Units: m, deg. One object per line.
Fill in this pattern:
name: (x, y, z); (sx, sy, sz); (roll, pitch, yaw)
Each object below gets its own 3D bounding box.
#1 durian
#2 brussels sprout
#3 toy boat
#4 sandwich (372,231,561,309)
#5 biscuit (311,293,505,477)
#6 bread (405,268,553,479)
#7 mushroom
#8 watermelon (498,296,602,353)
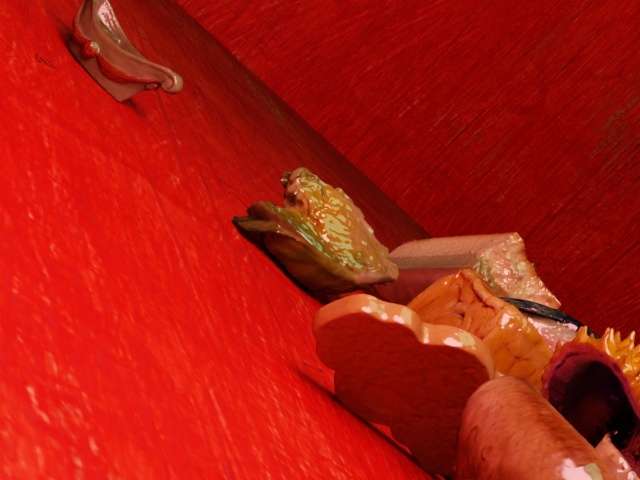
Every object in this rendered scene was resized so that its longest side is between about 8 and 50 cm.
durian: (0.274, 0.176, 1.034); (0.186, 0.260, 0.154); (5, 43, -21)
brussels sprout: (-0.001, 0.003, 1.305); (0.181, 0.100, 0.139); (42, 18, -29)
toy boat: (-0.226, -0.209, 1.322); (0.185, 0.071, 0.089); (48, 8, 21)
sandwich: (0.176, 0.056, 1.520); (0.108, 0.186, 0.220); (-31, 71, -37)
biscuit: (0.087, 0.122, 0.998); (0.236, 0.144, 0.040); (43, 34, -25)
bread: (0.144, 0.132, 1.150); (0.143, 0.158, 0.149); (42, 2, -25)
mushroom: (0.186, 0.230, 0.880); (0.278, 0.146, 0.278); (62, -4, 7)
watermelon: (0.227, 0.168, 1.315); (0.318, 0.226, 0.148); (18, -21, -7)
